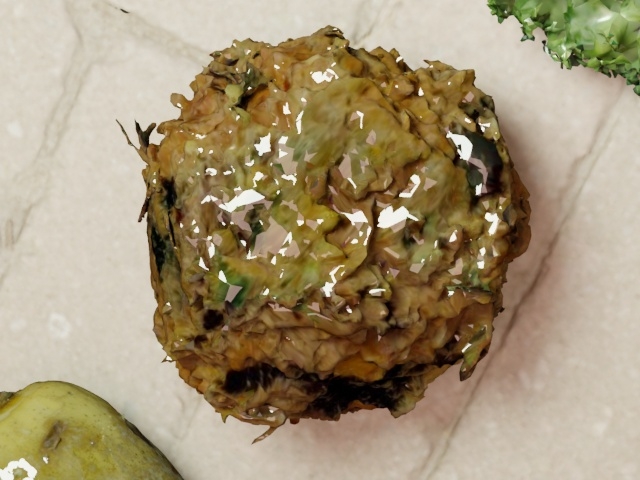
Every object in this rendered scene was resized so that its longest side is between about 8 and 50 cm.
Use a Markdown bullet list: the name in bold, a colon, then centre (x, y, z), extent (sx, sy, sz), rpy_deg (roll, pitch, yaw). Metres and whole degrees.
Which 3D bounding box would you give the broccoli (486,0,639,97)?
- **broccoli**: centre (0.183, -0.163, 0.867), extent (0.194, 0.194, 0.220), rpy_deg (-33, 87, 18)

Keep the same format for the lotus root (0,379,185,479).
- **lotus root**: centre (-0.149, 0.219, 1.057), extent (0.154, 0.154, 0.278), rpy_deg (-39, 96, 18)

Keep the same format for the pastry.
- **pastry**: centre (0.000, 0.000, 0.944), extent (0.274, 0.193, 0.275), rpy_deg (2, 100, 13)
